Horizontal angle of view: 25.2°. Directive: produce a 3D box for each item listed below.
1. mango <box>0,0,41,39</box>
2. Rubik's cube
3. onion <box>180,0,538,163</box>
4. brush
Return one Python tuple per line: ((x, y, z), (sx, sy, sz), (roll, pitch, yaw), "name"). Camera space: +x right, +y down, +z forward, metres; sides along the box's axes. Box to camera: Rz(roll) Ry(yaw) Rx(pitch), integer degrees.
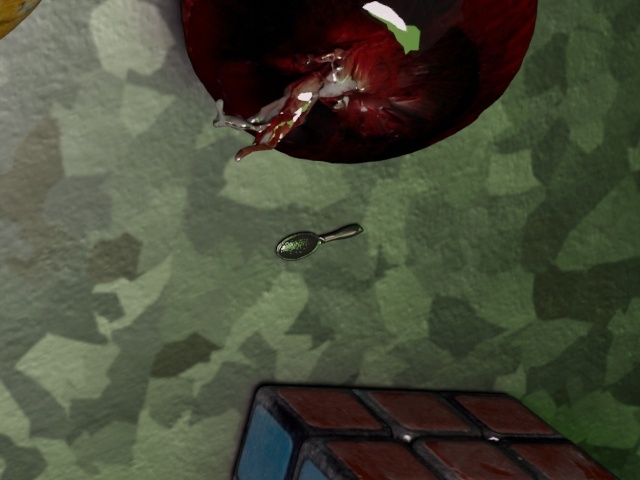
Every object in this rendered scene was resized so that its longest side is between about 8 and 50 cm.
((-0.234, -0.225, 0.869), (0.192, 0.146, 0.316), (34, 128, -15), "mango")
((0.096, 0.324, 1.247), (0.303, 0.305, 0.301), (6, 107, -29), "Rubik's cube")
((0.024, -0.158, 1.022), (0.273, 0.285, 0.273), (4, 129, 5), "onion")
((0.000, 0.000, 1.232), (0.083, 0.008, 0.024), (-15, 114, -22), "brush")
